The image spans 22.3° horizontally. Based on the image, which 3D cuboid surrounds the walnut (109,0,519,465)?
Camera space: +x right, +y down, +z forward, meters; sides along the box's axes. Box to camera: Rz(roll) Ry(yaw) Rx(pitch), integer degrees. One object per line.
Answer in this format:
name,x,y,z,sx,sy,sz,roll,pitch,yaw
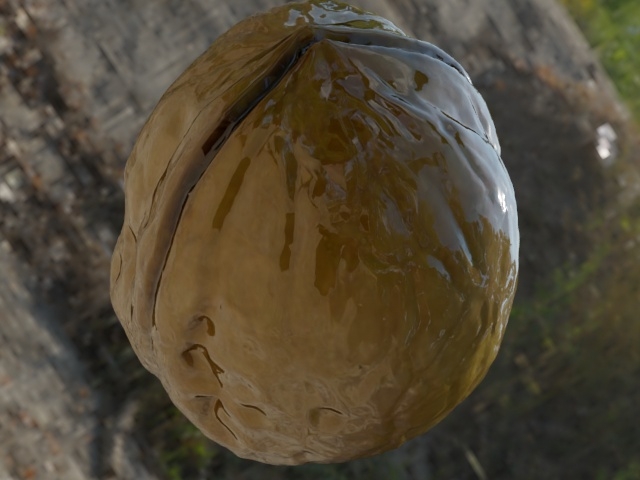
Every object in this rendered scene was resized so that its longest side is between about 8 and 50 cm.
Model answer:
walnut,0.000,0.000,0.551,0.180,0.144,0.144,100,-30,-49
